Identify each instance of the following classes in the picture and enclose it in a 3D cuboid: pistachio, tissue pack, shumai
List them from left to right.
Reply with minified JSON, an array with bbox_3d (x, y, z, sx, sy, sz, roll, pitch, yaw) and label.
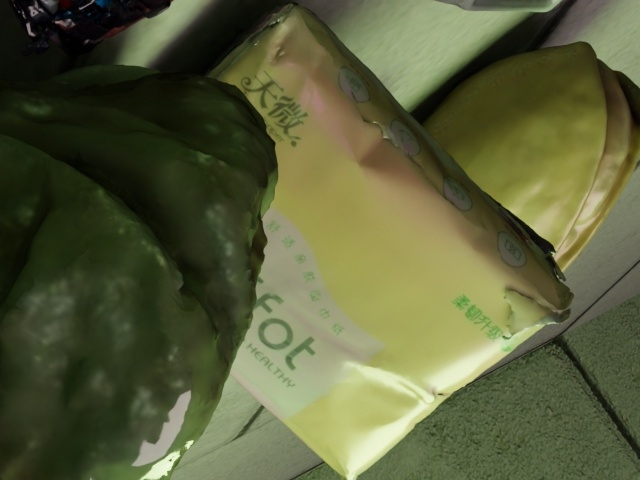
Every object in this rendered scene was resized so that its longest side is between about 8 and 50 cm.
[{"bbox_3d":[-0.196,-0.006,0.640,0.263,0.304,0.309,30,131,-26],"label":"shumai"},{"bbox_3d":[0.000,0.000,0.864,0.215,0.256,0.123,-42,-170,22],"label":"tissue pack"},{"bbox_3d":[0.146,-0.039,1.151,0.293,0.181,0.162,-45,144,13],"label":"pistachio"}]

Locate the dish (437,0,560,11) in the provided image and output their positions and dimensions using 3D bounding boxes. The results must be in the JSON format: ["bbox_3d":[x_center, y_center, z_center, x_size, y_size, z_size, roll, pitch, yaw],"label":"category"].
[{"bbox_3d":[0.146,-0.204,0.890,0.234,0.064,0.154,-14,154,-52],"label":"dish"}]

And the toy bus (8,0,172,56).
[{"bbox_3d":[-0.118,-0.139,0.506,0.073,0.096,0.235,-31,164,2],"label":"toy bus"}]
